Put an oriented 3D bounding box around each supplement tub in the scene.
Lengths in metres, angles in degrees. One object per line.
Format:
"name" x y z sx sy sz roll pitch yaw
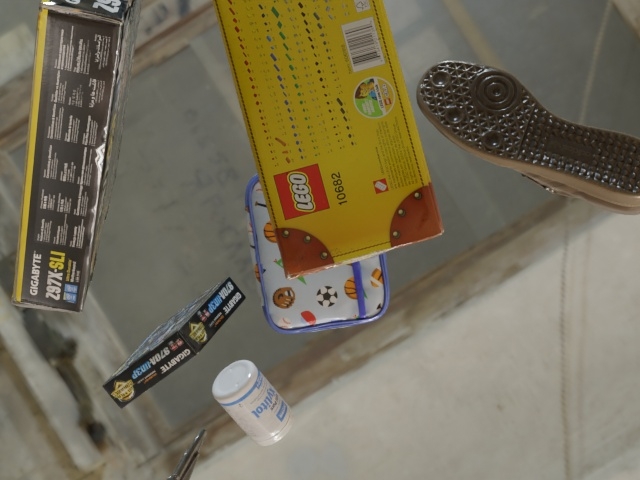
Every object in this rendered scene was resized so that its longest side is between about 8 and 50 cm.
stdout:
"supplement tub" -0.092 0.221 1.491 0.107 0.071 0.071 53 5 -30

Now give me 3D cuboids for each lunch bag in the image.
"lunch bag" 0.000 0.000 1.881 0.115 0.243 0.304 -125 -153 -85

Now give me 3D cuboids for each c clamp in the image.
"c clamp" -0.147 0.248 1.046 0.022 0.137 0.161 25 -36 2

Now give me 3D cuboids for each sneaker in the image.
"sneaker" 0.154 -0.065 0.794 0.188 0.066 0.071 28 -14 15

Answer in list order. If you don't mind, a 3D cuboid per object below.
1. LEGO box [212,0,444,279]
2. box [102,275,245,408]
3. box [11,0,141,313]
"LEGO box" -0.006 -0.220 1.403 0.372 0.193 0.500 0 75 -88
"box" -0.227 0.156 1.727 0.051 0.175 0.220 51 25 -7
"box" -0.236 -0.132 1.093 0.257 0.079 0.322 -90 -167 -56
